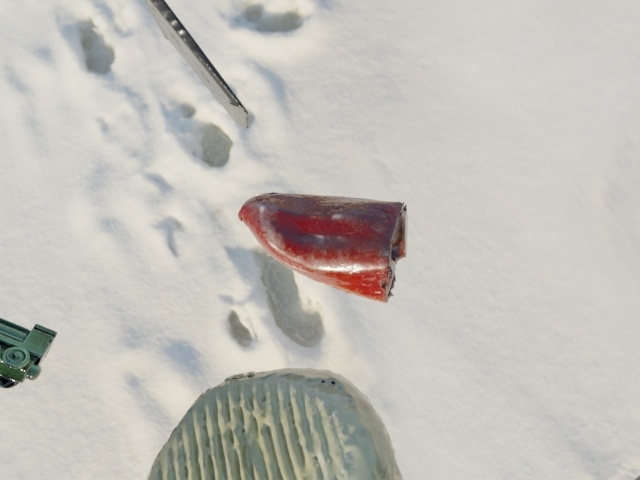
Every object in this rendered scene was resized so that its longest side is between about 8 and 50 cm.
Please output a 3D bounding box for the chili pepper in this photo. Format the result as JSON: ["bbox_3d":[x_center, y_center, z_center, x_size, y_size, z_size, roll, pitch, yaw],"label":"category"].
[{"bbox_3d":[0.000,0.000,0.813,0.252,0.136,0.144,9,94,5],"label":"chili pepper"}]

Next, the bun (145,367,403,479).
[{"bbox_3d":[-0.062,0.355,0.768,0.359,0.211,0.360,-7,59,12],"label":"bun"}]

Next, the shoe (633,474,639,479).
[{"bbox_3d":[0.347,0.378,0.593,0.109,0.149,0.293,31,85,20],"label":"shoe"}]

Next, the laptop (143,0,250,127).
[{"bbox_3d":[-0.110,-0.158,0.511,0.016,0.197,0.135,-39,100,0],"label":"laptop"}]

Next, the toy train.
[{"bbox_3d":[-0.521,0.165,0.899,0.071,0.170,0.111,-56,16,27],"label":"toy train"}]
